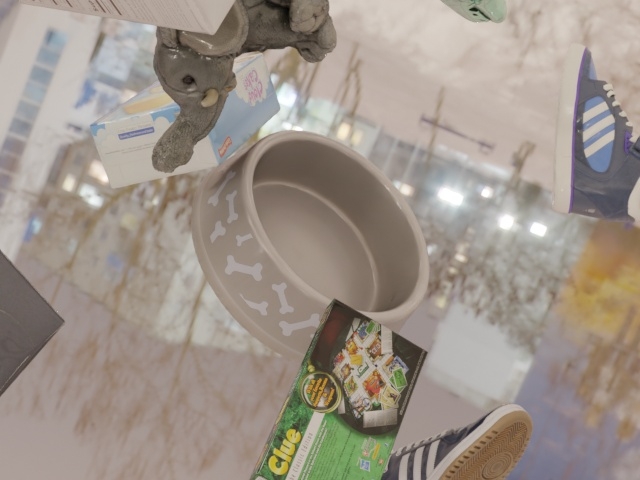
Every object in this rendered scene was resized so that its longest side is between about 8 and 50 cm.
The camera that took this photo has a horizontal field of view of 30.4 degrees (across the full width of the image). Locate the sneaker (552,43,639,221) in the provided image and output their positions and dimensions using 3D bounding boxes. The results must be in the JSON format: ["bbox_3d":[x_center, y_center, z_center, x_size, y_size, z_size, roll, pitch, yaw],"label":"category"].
[{"bbox_3d":[0.542,-0.189,2.107,0.236,0.322,0.130,5,168,9],"label":"sneaker"}]

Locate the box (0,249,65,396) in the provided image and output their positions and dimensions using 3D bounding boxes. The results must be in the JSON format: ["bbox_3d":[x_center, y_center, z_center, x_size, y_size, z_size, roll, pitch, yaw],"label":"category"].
[{"bbox_3d":[-0.364,0.055,0.968,0.270,0.143,0.165,0,135,50],"label":"box"}]

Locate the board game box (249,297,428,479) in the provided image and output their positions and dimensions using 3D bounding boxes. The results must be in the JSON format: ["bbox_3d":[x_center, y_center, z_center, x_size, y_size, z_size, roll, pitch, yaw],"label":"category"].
[{"bbox_3d":[0.026,0.197,1.352,0.136,0.259,0.030,32,140,-7],"label":"board game box"}]

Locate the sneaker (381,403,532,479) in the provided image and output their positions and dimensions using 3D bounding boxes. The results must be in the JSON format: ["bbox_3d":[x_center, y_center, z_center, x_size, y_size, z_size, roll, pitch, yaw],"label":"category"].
[{"bbox_3d":[0.136,0.279,1.504,0.099,0.282,0.153,27,-161,-39],"label":"sneaker"}]

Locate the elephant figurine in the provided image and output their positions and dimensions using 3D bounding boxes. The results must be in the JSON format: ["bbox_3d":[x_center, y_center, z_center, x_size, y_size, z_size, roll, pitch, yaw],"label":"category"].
[{"bbox_3d":[-0.116,-0.223,1.272,0.186,0.239,0.169,57,167,31],"label":"elephant figurine"}]

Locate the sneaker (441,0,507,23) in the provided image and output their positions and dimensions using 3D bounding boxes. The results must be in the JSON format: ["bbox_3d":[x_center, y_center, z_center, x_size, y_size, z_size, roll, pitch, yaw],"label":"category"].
[{"bbox_3d":[0.241,-0.369,1.686,0.151,0.094,0.256,28,-179,-30],"label":"sneaker"}]

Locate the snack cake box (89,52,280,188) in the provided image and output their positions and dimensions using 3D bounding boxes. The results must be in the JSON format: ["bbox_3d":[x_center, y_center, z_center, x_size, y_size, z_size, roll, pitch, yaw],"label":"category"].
[{"bbox_3d":[-0.168,-0.161,1.534,0.152,0.089,0.264,-11,-162,19],"label":"snack cake box"}]

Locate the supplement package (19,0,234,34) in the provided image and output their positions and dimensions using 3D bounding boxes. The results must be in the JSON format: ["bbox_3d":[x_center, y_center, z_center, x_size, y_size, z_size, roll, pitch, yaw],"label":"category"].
[{"bbox_3d":[-0.192,-0.300,1.106,0.244,0.139,0.134,15,154,29],"label":"supplement package"}]

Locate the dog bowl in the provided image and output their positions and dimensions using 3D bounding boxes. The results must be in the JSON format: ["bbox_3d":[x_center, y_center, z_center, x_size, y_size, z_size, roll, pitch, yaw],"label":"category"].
[{"bbox_3d":[0.000,0.000,1.592,0.349,0.102,0.348,24,-135,-26],"label":"dog bowl"}]
